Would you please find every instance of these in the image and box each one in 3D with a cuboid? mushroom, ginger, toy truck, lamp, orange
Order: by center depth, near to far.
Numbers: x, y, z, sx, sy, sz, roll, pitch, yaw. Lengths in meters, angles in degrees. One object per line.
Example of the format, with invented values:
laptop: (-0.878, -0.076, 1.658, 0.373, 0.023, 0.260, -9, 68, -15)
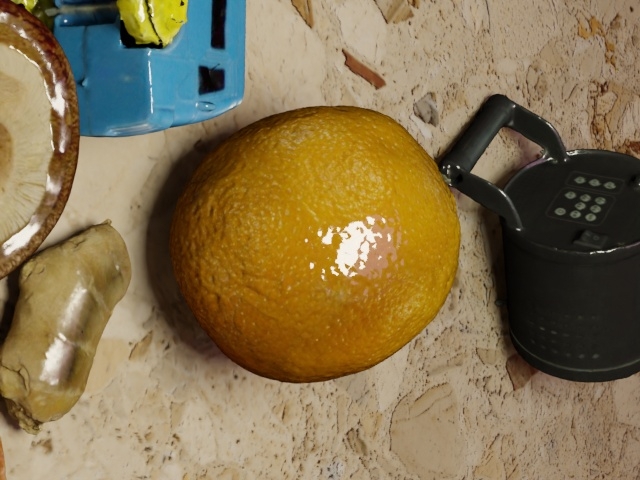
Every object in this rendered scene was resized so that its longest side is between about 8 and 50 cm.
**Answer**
mushroom: (-0.279, -0.067, 0.909, 0.231, 0.138, 0.194, -53, 145, -18)
toy truck: (-0.145, -0.274, 1.017, 0.162, 0.161, 0.385, -4, 96, -59)
ginger: (-0.210, 0.064, 1.040, 0.095, 0.069, 0.190, 55, 50, -65)
orange: (0.000, 0.000, 1.135, 0.264, 0.264, 0.264, -6, 98, -49)
lamp: (0.312, 0.034, 1.539, 0.205, 0.374, 0.272, -51, 161, -42)

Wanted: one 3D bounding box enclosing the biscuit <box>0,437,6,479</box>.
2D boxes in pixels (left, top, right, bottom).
biscuit: (-0.327, 0.250, 0.938, 0.284, 0.043, 0.306, 50, 55, -38)
